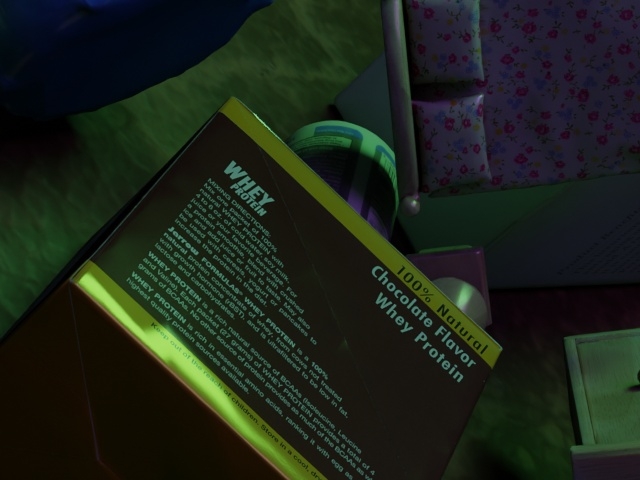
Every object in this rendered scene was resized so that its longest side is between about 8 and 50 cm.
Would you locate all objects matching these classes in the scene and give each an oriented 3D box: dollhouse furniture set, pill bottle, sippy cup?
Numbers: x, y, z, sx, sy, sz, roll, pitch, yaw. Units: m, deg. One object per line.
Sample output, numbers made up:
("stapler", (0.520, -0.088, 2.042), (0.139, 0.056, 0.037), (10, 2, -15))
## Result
("dollhouse furniture set", (0.186, -0.050, 1.014), (0.174, 0.303, 0.355), (-81, 164, -72))
("pill bottle", (0.000, 0.000, 1.098), (0.078, 0.078, 0.137), (37, 35, -16))
("sippy cup", (-0.139, -0.194, 1.013), (0.305, 0.240, 0.224), (-16, 75, -48))

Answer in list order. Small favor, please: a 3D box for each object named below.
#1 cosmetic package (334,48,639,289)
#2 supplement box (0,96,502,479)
("cosmetic package", (0.254, -0.093, 1.344), (0.453, 0.230, 0.161), (-1, 56, -50))
("supplement box", (-0.044, 0.071, 0.930), (0.191, 0.129, 0.194), (43, 34, -7))
